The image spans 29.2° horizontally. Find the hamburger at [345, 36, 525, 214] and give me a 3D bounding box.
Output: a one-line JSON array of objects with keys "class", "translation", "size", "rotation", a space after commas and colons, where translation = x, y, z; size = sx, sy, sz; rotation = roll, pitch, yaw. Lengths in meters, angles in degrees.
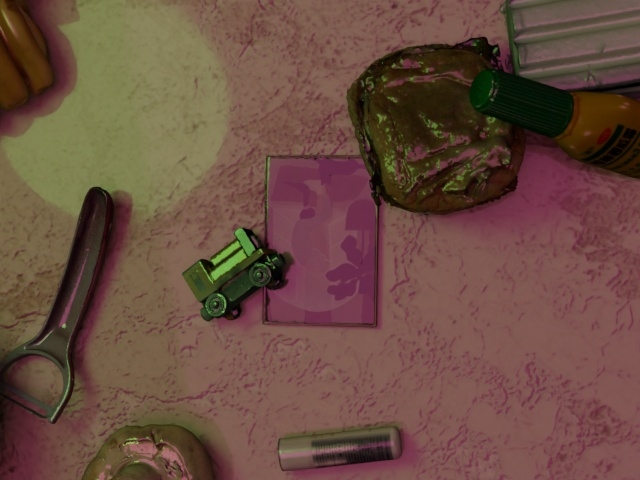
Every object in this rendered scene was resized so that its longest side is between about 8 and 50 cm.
[{"class": "hamburger", "translation": [0.131, -0.121, 1.378], "size": [0.183, 0.130, 0.206], "rotation": [-14, 70, 6]}]

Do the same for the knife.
[{"class": "knife", "translation": [-0.307, 0.067, 1.465], "size": [0.123, 0.053, 0.278], "rotation": [22, 92, 21]}]

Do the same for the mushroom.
[{"class": "mushroom", "translation": [-0.199, 0.281, 1.412], "size": [0.154, 0.122, 0.154], "rotation": [-1, 83, 13]}]

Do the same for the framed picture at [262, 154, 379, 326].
[{"class": "framed picture", "translation": [0.000, 0.000, 1.440], "size": [0.136, 0.010, 0.201], "rotation": [1, 90, 9]}]

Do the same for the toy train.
[{"class": "toy train", "translation": [-0.100, 0.041, 1.431], "size": [0.122, 0.050, 0.081], "rotation": [-38, 74, 13]}]

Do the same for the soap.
[{"class": "soap", "translation": [0.332, -0.230, 1.356], "size": [0.261, 0.094, 0.150], "rotation": [-7, 84, 9]}]

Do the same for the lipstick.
[{"class": "lipstick", "translation": [0.023, 0.241, 1.420], "size": [0.141, 0.040, 0.040], "rotation": [-7, 89, 8]}]

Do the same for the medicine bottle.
[{"class": "medicine bottle", "translation": [0.273, -0.128, 1.305], "size": [0.260, 0.095, 0.064], "rotation": [14, 52, -27]}]

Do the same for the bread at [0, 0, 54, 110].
[{"class": "bread", "translation": [-0.476, -0.190, 1.454], "size": [0.311, 0.121, 0.173], "rotation": [-29, 89, 4]}]
